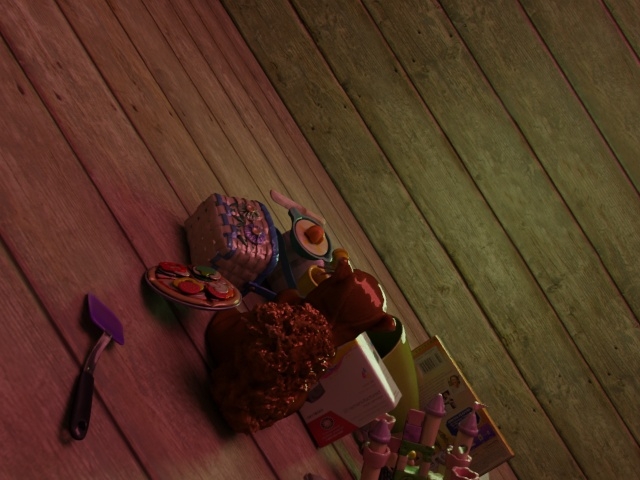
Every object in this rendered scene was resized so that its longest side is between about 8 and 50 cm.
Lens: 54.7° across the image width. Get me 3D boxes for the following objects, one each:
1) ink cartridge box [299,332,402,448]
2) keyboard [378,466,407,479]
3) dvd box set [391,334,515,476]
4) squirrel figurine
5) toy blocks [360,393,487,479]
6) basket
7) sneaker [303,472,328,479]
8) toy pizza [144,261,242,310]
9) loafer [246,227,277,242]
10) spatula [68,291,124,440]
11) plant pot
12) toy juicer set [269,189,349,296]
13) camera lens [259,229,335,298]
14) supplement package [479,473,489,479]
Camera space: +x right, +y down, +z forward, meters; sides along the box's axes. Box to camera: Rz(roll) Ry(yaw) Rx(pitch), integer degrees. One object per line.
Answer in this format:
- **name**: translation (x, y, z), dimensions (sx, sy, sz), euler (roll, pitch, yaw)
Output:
- **ink cartridge box**: translation (0.028, 0.321, 1.548), dimensions (0.306, 0.226, 0.131), euler (59, 13, 7)
- **keyboard**: translation (0.258, 0.756, 1.810), dimensions (0.317, 0.033, 0.201), euler (54, 14, -19)
- **dvd box set**: translation (0.348, 0.551, 1.913), dimensions (0.420, 0.308, 0.062), euler (58, 10, 27)
- **squirrel figurine**: translation (-0.035, 0.209, 1.270), dimensions (0.281, 0.370, 0.397), euler (58, 14, -3)
- **toy blocks**: translation (0.256, 0.504, 1.598), dimensions (0.289, 0.260, 0.309), euler (14, 6, 6)
- **basket**: translation (-0.177, 0.030, 1.519), dimensions (0.289, 0.201, 0.254), euler (29, 31, -46)
- **sneaker**: translation (0.073, 0.586, 1.353), dimensions (0.281, 0.105, 0.115), euler (42, 9, -28)
- **toy pizza**: translation (-0.254, 0.085, 1.261), dimensions (0.201, 0.032, 0.201), euler (18, 14, -5)
- **loafer**: translation (-0.165, -0.015, 1.884), dimensions (0.251, 0.087, 0.094), euler (32, 29, -60)
- **spatula**: translation (-0.348, 0.188, 0.954), dimensions (0.084, 0.030, 0.296), euler (52, 15, -32)
- **plant pot**: translation (0.172, 0.415, 1.827), dimensions (0.275, 0.275, 0.293), euler (-87, 152, -66)
- **toy juicer set**: translation (0.000, 0.000, 1.649), dimensions (0.209, 0.089, 0.329), euler (11, 49, -43)
- **camera lens**: translation (-0.033, 0.116, 1.783), dimensions (0.274, 0.219, 0.219), euler (61, 14, 12)
- **supplement package**: translation (0.419, 0.740, 2.043), dimensions (0.199, 0.198, 0.263), euler (58, 14, 0)
